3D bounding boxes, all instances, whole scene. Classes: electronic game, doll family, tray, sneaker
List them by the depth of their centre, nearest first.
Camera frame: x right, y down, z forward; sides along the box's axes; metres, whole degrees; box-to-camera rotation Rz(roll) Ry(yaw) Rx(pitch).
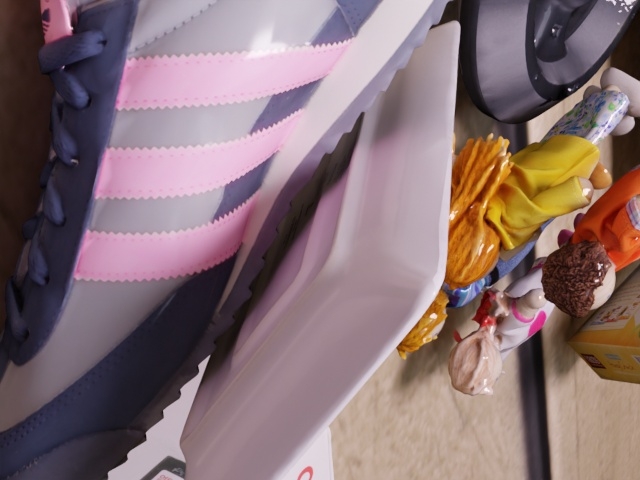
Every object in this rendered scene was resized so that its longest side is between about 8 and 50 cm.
[{"bbox_3d":[-0.072,-0.047,0.510,0.131,0.112,0.319,32,91,-29],"label":"sneaker"},{"bbox_3d":[0.000,0.000,0.543,0.145,0.030,0.270,-51,-169,25],"label":"tray"},{"bbox_3d":[0.141,-0.172,0.750,0.229,0.048,0.229,-42,147,-36],"label":"electronic game"},{"bbox_3d":[0.106,-0.002,0.771,0.163,0.118,0.263,-43,173,-23],"label":"doll family"}]

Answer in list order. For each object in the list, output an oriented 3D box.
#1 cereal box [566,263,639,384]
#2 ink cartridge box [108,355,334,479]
[{"bbox_3d":[0.299,0.006,0.993,0.240,0.047,0.173,-45,-176,-7],"label":"cereal box"},{"bbox_3d":[-0.087,0.172,0.637,0.203,0.086,0.148,-38,141,-36],"label":"ink cartridge box"}]
